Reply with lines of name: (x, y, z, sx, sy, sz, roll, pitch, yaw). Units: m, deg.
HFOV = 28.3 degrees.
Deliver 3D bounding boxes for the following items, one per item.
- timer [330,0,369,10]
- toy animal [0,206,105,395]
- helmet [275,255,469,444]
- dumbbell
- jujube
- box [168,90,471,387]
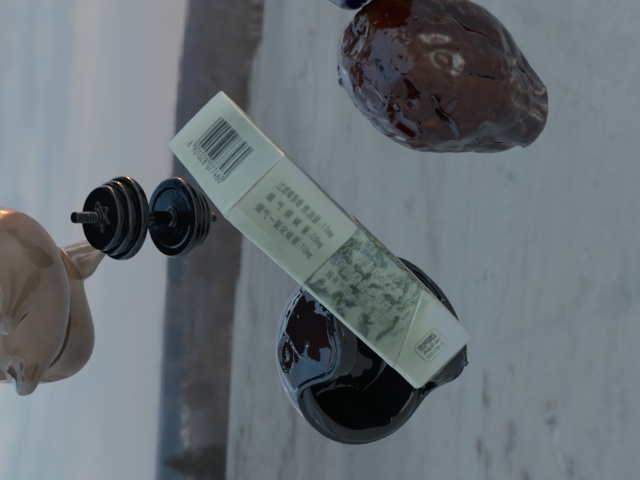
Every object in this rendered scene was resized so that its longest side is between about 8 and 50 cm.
timer: (-0.072, -0.463, 1.491, 0.270, 0.383, 0.270, 24, -90, -86)
toy animal: (-0.394, 0.071, 1.586, 0.326, 0.237, 0.269, 99, 177, -49)
helmet: (0.046, 0.118, 1.423, 0.193, 0.189, 0.216, 22, 106, 59)
dumbbell: (-0.204, -0.026, 1.497, 0.099, 0.208, 0.099, 1, 92, 44)
jujube: (0.150, -0.196, 1.556, 0.197, 0.290, 0.197, -25, 56, 45)
box: (0.000, 0.000, 1.070, 0.069, 0.256, 0.164, -46, 33, 2)
